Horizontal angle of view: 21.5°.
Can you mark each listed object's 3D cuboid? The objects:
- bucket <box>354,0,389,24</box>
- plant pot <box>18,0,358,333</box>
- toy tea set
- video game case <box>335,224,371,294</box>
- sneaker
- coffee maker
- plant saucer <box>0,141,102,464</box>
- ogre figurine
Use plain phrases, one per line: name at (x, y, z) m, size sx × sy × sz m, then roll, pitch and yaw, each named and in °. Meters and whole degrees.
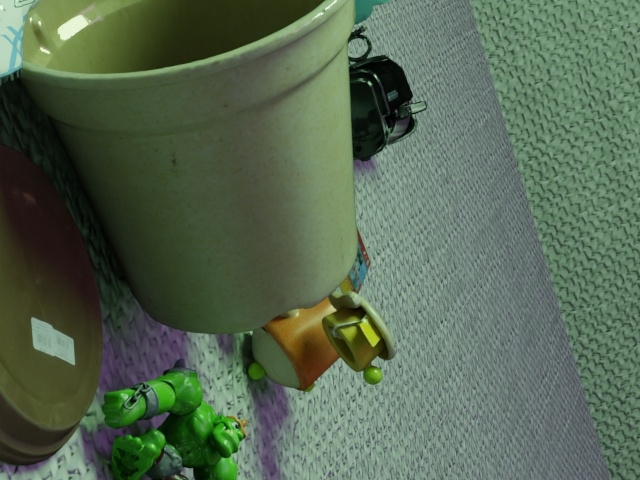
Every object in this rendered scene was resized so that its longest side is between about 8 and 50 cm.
bucket at (-0.028, -0.391, 1.999) m, size 0.183 × 0.281 × 0.281 m, roll 9°, pitch 67°, yaw -60°
plant pot at (-0.100, -0.097, 1.529) m, size 0.334 × 0.334 × 0.305 m, roll -78°, pitch 160°, yaw -55°
toy tea set at (-0.067, 0.030, 1.802) m, size 0.336 × 0.124 × 0.200 m, roll 56°, pitch -16°, yaw -2°
video game case at (0.000, 0.000, 2.163) m, size 0.285 × 0.025 × 0.204 m, roll -64°, pitch 136°, yaw -64°
sneaker at (-0.274, -0.191, 1.365) m, size 0.237 × 0.085 × 0.086 m, roll -89°, pitch 174°, yaw -57°
coffee maker at (0.053, -0.203, 2.380) m, size 0.171 × 0.120 × 0.178 m, roll 51°, pitch 17°, yaw 2°
plant saucer at (-0.246, 0.041, 1.353) m, size 0.278 × 0.041 × 0.278 m, roll -14°, pitch 90°, yaw -73°
ogre figurine at (-0.129, 0.192, 1.513) m, size 0.197 × 0.097 × 0.118 m, roll 54°, pitch 42°, yaw -15°
